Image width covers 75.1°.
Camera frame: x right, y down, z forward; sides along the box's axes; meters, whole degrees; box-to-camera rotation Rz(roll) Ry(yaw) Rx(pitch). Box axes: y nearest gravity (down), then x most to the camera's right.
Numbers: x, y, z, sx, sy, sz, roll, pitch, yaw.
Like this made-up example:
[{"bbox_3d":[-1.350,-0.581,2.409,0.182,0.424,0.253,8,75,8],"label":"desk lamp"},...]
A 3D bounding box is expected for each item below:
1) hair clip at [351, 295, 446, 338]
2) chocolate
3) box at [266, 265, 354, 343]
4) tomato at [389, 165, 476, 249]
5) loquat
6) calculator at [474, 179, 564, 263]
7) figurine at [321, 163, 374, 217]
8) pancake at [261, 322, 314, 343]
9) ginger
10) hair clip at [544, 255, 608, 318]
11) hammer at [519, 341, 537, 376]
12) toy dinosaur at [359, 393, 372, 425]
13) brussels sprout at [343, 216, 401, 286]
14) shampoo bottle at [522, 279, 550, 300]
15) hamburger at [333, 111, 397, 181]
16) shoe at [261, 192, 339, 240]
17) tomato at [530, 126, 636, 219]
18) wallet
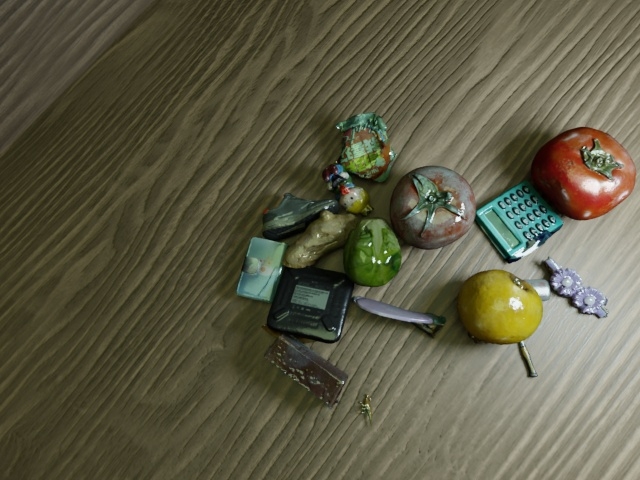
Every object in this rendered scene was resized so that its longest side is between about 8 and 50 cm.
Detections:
[{"bbox_3d":[0.288,0.277,1.562,0.358,0.095,0.110,19,48,5],"label":"hair clip"},{"bbox_3d":[-0.044,0.470,1.539,0.321,0.112,0.112,34,97,12],"label":"chocolate"},{"bbox_3d":[-0.037,0.234,1.593,0.290,0.073,0.289,11,59,14],"label":"box"},{"bbox_3d":[0.416,-0.122,1.557,0.316,0.282,0.317,-3,77,11],"label":"tomato"},{"bbox_3d":[0.608,0.240,1.445,0.275,0.275,0.275,-2,75,8],"label":"loquat"},{"bbox_3d":[0.769,-0.079,1.610,0.274,0.058,0.248,-32,74,-2],"label":"calculator"},{"bbox_3d":[0.111,-0.195,1.672,0.127,0.185,0.234,-31,77,10],"label":"figurine"},{"bbox_3d":[-0.073,0.326,1.627,0.257,0.056,0.212,-42,70,-4],"label":"pancake"},{"bbox_3d":[0.000,0.000,1.656,0.354,0.190,0.126,-36,30,-5],"label":"ginger"},{"bbox_3d":[0.925,0.176,1.516,0.292,0.084,0.106,45,103,12],"label":"hair clip"},{"bbox_3d":[0.740,0.392,1.507,0.078,0.021,0.201,-17,74,4],"label":"hammer"},{"bbox_3d":[0.168,0.623,1.528,0.041,0.026,0.113,1,66,-8],"label":"toy dinosaur"},{"bbox_3d":[0.196,0.040,1.575,0.219,0.210,0.271,4,84,-15],"label":"brussels sprout"},{"bbox_3d":[0.762,0.185,1.549,0.165,0.040,0.080,-1,77,7],"label":"shampoo bottle"},{"bbox_3d":[0.197,-0.389,1.746,0.260,0.150,0.276,10,100,28],"label":"hamburger"},{"bbox_3d":[-0.093,-0.128,1.728,0.336,0.132,0.171,-19,62,3],"label":"shoe"},{"bbox_3d":[0.944,-0.243,1.506,0.293,0.290,0.325,-40,75,-1],"label":"tomato"},{"bbox_3d":[-0.234,0.120,1.699,0.176,0.075,0.250,12,78,11],"label":"wallet"}]
